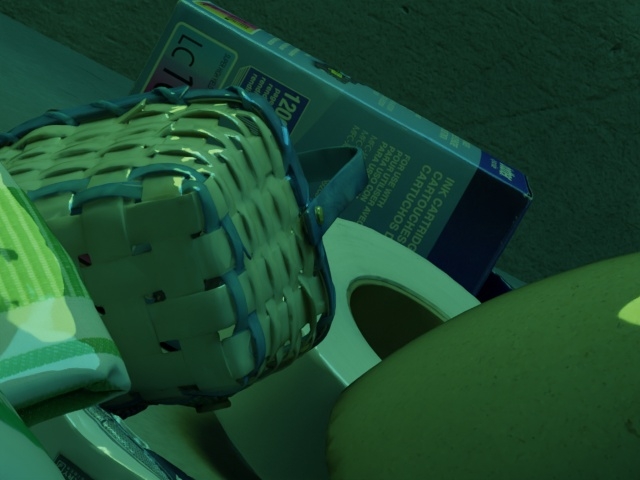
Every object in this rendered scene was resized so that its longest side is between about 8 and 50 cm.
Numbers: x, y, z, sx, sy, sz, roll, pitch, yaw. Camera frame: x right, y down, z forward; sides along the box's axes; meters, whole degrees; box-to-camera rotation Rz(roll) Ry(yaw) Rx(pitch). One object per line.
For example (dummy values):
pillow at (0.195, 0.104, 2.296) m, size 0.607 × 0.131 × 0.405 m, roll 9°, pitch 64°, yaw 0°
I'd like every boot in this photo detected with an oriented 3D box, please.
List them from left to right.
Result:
boot at (-0.133, 0.125, 0.976) m, size 0.190 × 0.069 × 0.086 m, roll 41°, pitch 4°, yaw 21°

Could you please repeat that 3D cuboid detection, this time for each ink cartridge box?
ink cartridge box at (0.000, 0.000, 1.484) m, size 0.395 × 0.270 × 0.151 m, roll 29°, pitch 11°, yaw -1°

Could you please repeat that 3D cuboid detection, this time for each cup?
cup at (0.202, 0.136, 1.040) m, size 0.331 × 0.237 × 0.331 m, roll 34°, pitch 26°, yaw -20°

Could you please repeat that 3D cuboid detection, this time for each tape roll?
tape roll at (0.051, 0.113, 1.273) m, size 0.286 × 0.100 × 0.286 m, roll 33°, pitch 23°, yaw -16°

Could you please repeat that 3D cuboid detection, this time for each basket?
basket at (-0.115, 0.004, 1.119) m, size 0.255 × 0.201 × 0.289 m, roll -10°, pitch 19°, yaw 16°

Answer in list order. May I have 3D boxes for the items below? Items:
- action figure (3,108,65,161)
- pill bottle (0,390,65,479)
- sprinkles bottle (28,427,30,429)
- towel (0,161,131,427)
action figure at (-0.268, -0.049, 1.372) m, size 0.185 × 0.099 × 0.285 m, roll -7°, pitch 7°, yaw -14°
pill bottle at (-0.183, 0.078, 0.449) m, size 0.204 × 0.204 × 0.361 m, roll 20°, pitch 20°, yaw -52°
sprinkles bottle at (-0.306, 0.003, 0.889) m, size 0.355 × 0.121 × 0.121 m, roll 31°, pitch 8°, yaw 18°
towel at (-0.263, -0.008, 0.796) m, size 0.248 × 0.038 × 0.325 m, roll -19°, pitch 50°, yaw -32°
